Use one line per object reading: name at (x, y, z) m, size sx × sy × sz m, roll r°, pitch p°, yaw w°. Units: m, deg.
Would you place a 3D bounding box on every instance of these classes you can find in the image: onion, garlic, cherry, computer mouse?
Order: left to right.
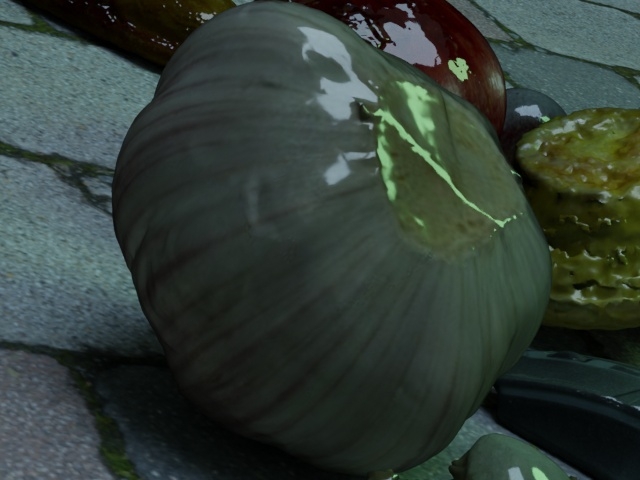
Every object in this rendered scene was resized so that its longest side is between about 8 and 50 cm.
garlic at (0.000, 0.000, 1.277) m, size 0.317 × 0.259 × 0.317 m, roll 29°, pitch 38°, yaw -26°
onion at (0.017, -0.113, 1.590) m, size 0.276 × 0.276 × 0.276 m, roll 18°, pitch 21°, yaw -7°
cherry at (0.215, -0.106, 1.901) m, size 0.148 × 0.188 × 0.115 m, roll 94°, pitch -27°, yaw -78°
computer mouse at (0.228, 0.128, 1.438) m, size 0.231 × 0.071 × 0.126 m, roll 29°, pitch 22°, yaw 23°

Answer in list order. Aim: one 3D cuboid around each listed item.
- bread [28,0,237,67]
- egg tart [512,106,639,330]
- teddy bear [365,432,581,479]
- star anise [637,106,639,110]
bread at (-0.226, -0.265, 1.967) m, size 0.344 × 0.084 × 0.124 m, roll 28°, pitch 21°, yaw 18°
egg tart at (0.250, -0.031, 1.655) m, size 0.294 × 0.123 × 0.294 m, roll -8°, pitch 30°, yaw 5°
teddy bear at (0.023, 0.221, 0.897) m, size 0.256 × 0.156 × 0.267 m, roll 13°, pitch 51°, yaw -31°
star anise at (0.341, -0.048, 1.969) m, size 0.230 × 0.081 × 0.262 m, roll 14°, pitch 33°, yaw -17°
